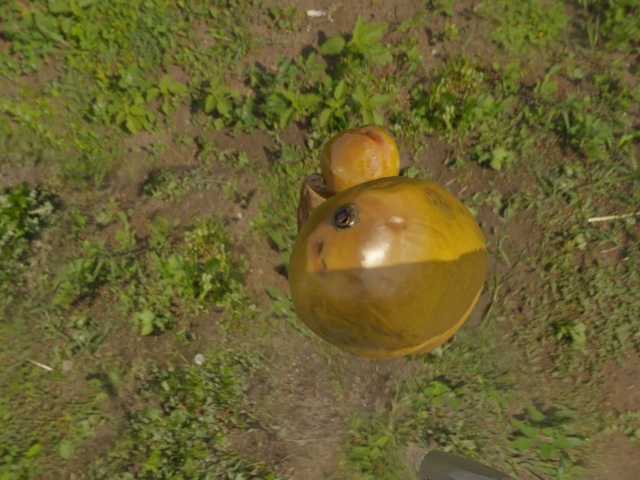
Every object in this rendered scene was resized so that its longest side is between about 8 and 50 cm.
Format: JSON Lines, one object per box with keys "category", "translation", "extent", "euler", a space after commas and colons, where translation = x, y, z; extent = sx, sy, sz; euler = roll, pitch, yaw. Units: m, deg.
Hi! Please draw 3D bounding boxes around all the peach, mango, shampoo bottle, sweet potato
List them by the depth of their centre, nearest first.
{"category": "mango", "translation": [0.082, 0.035, 0.616], "extent": [0.144, 0.359, 0.187], "euler": [41, 99, 26]}
{"category": "shampoo bottle", "translation": [0.270, 0.410, 0.943], "extent": [0.078, 0.256, 0.127], "euler": [-21, 110, -32]}
{"category": "peach", "translation": [0.071, -0.132, 1.027], "extent": [0.138, 0.138, 0.138], "euler": [-2, 72, 6]}
{"category": "sweet potato", "translation": [0.000, 0.000, 1.130], "extent": [0.097, 0.097, 0.252], "euler": [6, 114, 9]}
